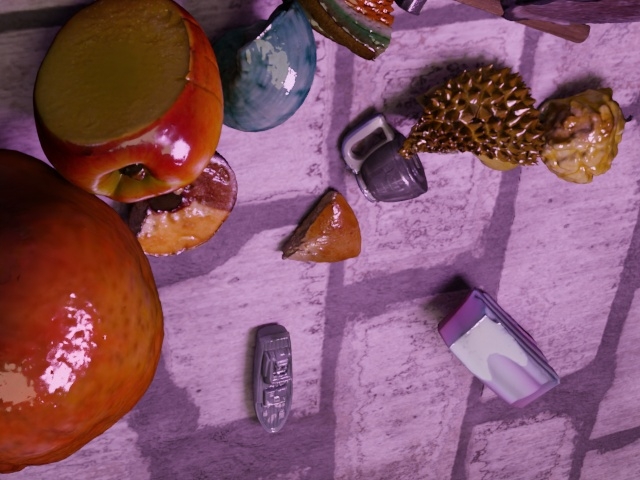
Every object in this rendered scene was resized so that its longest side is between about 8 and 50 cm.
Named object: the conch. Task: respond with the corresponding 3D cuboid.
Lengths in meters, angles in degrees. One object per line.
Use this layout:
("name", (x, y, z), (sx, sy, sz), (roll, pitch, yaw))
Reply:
("conch", (-0.081, -0.243, 1.514), (0.196, 0.202, 0.134), (-43, 114, 5))

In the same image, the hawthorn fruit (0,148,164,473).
("hawthorn fruit", (-0.438, 0.124, 1.489), (0.471, 0.472, 0.472), (-13, 132, -14))

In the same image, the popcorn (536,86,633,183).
("popcorn", (0.454, -0.183, 1.832), (0.173, 0.142, 0.174), (-10, 106, -35))

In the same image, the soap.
("soap", (0.343, 0.210, 2.070), (0.109, 0.193, 0.324), (-39, 132, 10))

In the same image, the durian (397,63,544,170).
("durian", (0.256, -0.190, 1.740), (0.306, 0.172, 0.166), (-9, 176, -39))

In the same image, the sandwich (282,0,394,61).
("sandwich", (0.040, -0.361, 1.497), (0.185, 0.109, 0.160), (39, 88, -20))

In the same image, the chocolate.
("chocolate", (0.409, -0.428, 1.530), (0.303, 0.303, 0.213), (-2, 94, -23))

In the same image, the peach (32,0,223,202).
("peach", (-0.256, -0.193, 1.433), (0.248, 0.275, 0.245), (8, 163, -14))

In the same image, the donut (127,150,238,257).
("donut", (-0.214, -0.073, 1.656), (0.141, 0.085, 0.217), (17, 120, -34))

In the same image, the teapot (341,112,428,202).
("teapot", (0.102, -0.118, 1.747), (0.108, 0.111, 0.149), (-26, 141, 18))

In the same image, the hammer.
("hammer", (0.285, -0.369, 1.667), (0.365, 0.043, 0.111), (10, 122, -33))

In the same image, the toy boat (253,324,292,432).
("toy boat", (-0.087, 0.272, 2.004), (0.078, 0.085, 0.260), (-11, 131, -17))

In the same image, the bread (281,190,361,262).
("bread", (0.023, -0.001, 1.847), (0.136, 0.054, 0.154), (26, 117, -41))
